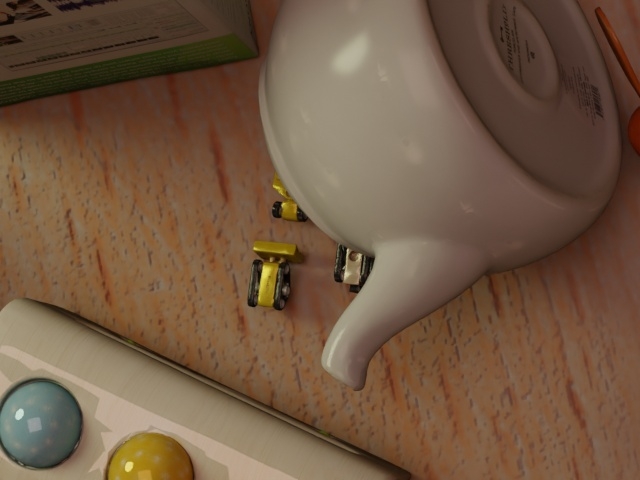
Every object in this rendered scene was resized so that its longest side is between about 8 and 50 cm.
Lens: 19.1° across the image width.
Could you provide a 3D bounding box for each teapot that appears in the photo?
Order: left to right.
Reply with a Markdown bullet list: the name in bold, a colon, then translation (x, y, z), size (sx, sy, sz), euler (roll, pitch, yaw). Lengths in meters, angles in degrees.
- **teapot**: translation (0.050, -0.084, 1.163), size (0.187, 0.256, 0.252), euler (-26, 100, 34)

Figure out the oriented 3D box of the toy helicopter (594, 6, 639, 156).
- **toy helicopter**: translation (0.295, -0.043, 1.148), size (0.235, 0.140, 0.355), euler (-7, 97, 4)

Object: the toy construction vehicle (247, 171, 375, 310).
- **toy construction vehicle**: translation (0.000, 0.000, 1.252), size (0.086, 0.035, 0.098), euler (3, 84, 22)

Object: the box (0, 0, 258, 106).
- **box**: translation (-0.187, -0.150, 1.151), size (0.232, 0.322, 0.058), euler (-10, 79, 10)

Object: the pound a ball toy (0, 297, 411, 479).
- **pound a ball toy**: translation (-0.091, 0.194, 1.199), size (0.319, 0.136, 0.208), euler (25, 91, 13)
